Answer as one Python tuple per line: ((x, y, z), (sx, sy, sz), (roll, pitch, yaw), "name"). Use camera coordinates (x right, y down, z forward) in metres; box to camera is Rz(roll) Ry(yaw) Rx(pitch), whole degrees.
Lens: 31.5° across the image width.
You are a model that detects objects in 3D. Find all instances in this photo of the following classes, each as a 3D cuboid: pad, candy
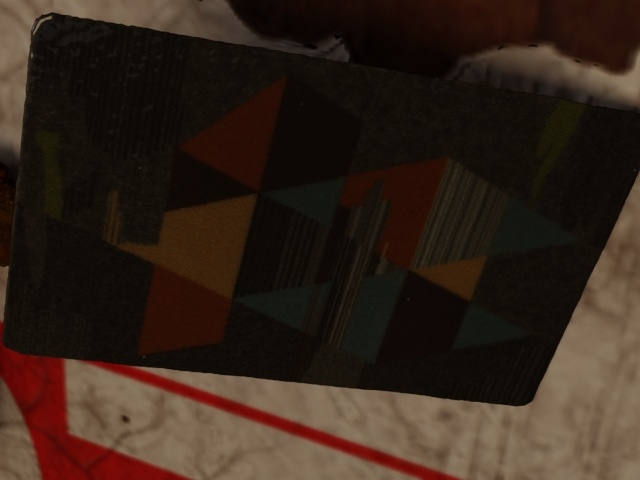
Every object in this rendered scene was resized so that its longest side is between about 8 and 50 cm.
((0.000, 0.000, 0.401), (0.212, 0.003, 0.143), (7, 125, -12), "pad")
((-0.048, -0.011, 0.438), (0.095, 0.085, 0.110), (-5, 123, 26), "candy")

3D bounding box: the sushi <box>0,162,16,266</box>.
((-0.162, -0.020, 0.512), (0.099, 0.047, 0.050), (24, 160, 2), "sushi")
